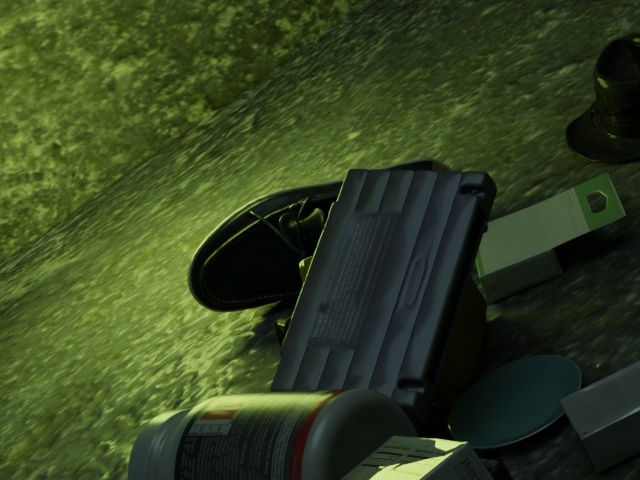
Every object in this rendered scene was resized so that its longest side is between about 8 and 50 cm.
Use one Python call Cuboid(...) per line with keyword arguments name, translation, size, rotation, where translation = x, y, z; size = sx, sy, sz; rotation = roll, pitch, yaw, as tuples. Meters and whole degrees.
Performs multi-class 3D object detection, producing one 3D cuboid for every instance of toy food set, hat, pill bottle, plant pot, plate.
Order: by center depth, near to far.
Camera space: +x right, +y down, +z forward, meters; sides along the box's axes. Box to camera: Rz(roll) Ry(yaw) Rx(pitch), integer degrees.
Cuboid(name="pill bottle", translation=(-0.066, 0.296, 1.877), size=(0.363, 0.210, 0.210), rotation=(-7, 31, 42))
Cuboid(name="plate", translation=(0.255, 0.214, 1.917), size=(0.188, 0.024, 0.188), rotation=(-25, 23, 11))
Cuboid(name="toy food set", translation=(0.150, 0.240, 1.999), size=(0.122, 0.019, 0.078), rotation=(-11, 27, 21))
Cuboid(name="plant pot", translation=(0.110, 0.122, 2.078), size=(0.212, 0.212, 0.187), rotation=(-23, 36, 15))
Cuboid(name="hat", translation=(0.532, -0.268, 2.491), size=(0.331, 0.134, 0.331), rotation=(-26, 22, 11))

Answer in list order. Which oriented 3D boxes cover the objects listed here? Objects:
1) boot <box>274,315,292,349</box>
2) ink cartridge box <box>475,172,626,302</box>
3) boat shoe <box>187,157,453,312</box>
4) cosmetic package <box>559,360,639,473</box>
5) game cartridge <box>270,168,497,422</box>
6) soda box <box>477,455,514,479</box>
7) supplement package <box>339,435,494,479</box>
Cuboid(name="boot", translation=(0.020, 0.132, 2.306), size=(0.165, 0.077, 0.213), rotation=(-18, -6, -15))
Cuboid(name="ink cartridge box", translation=(0.348, -0.006, 2.246), size=(0.235, 0.056, 0.171), rotation=(-21, 23, 10))
Cuboid(name="boat shoe", translation=(0.000, 0.000, 2.491), size=(0.500, 0.187, 0.156), rotation=(-19, 17, 11))
Cuboid(name="cosmetic package", translation=(0.412, 0.181, 1.749), size=(0.239, 0.060, 0.099), rotation=(-27, 21, 5))
Cuboid(name="game cartridge", translation=(0.084, 0.065, 1.970), size=(0.230, 0.068, 0.355), rotation=(1, 59, 36))
Cuboid(name="soda box", translation=(0.162, 0.330, 1.729), size=(0.053, 0.060, 0.169), rotation=(-4, 34, 49))
Cuboid(name="supplement package", translation=(0.071, 0.360, 1.531), size=(0.262, 0.199, 0.198), rotation=(-37, 7, -19))
